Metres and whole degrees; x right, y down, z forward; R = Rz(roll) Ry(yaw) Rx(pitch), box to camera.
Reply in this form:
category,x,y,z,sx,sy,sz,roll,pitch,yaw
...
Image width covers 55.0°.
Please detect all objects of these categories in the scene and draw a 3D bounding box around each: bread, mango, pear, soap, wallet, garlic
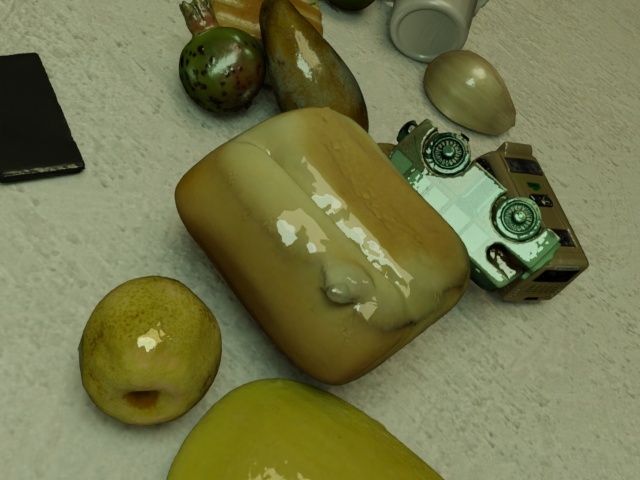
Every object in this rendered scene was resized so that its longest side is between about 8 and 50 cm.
category,x,y,z,sx,sy,sz,roll,pitch,yaw
bread,-0.113,-0.427,1.230,0.246,0.111,0.239,15,52,-18
mango,-0.015,-0.284,1.086,0.192,0.146,0.316,-89,155,-71
pear,-0.203,0.125,0.736,0.178,0.178,0.177,14,51,-18
soap,0.024,0.345,0.718,0.427,0.115,0.306,35,51,1
wallet,-0.457,-0.191,0.934,0.124,0.025,0.244,-15,65,-34
garlic,0.344,-0.332,1.396,0.245,0.145,0.164,42,17,4
bread,0.000,0.000,0.871,0.376,0.253,0.348,49,42,9

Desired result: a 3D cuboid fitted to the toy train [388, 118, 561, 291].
category,x,y,z,sx,sy,sz,roll,pitch,yaw
toy train,0.230,-0.058,1.006,0.159,0.129,0.326,-44,78,-1

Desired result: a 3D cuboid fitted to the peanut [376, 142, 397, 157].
category,x,y,z,sx,sy,sz,roll,pitch,yaw
peanut,0.176,-0.107,1.145,0.237,0.110,0.120,29,58,7

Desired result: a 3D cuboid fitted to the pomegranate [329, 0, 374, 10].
category,x,y,z,sx,sy,sz,roll,pitch,yaw
pomegranate,0.080,-0.644,1.425,0.180,0.209,0.179,24,34,-18

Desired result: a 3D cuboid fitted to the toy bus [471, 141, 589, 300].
category,x,y,z,sx,sy,sz,roll,pitch,yaw
toy bus,0.368,-0.039,1.152,0.140,0.157,0.289,4,55,-25

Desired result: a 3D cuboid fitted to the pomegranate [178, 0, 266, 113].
category,x,y,z,sx,sy,sz,roll,pitch,yaw
pomegranate,-0.179,-0.318,1.064,0.159,0.159,0.204,-39,112,-41

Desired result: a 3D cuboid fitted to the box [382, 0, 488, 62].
category,x,y,z,sx,sy,sz,roll,pitch,yaw
box,0.244,-0.557,1.455,0.292,0.262,0.206,2,57,22
